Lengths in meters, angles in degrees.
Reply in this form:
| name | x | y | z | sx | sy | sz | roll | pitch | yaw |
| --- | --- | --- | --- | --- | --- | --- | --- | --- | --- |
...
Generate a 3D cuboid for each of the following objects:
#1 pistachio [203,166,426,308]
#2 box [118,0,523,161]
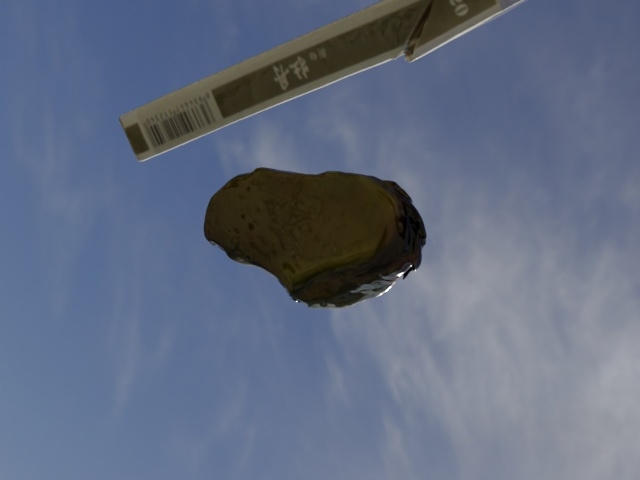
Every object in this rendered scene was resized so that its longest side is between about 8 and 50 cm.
| name | x | y | z | sx | sy | sz | roll | pitch | yaw |
| --- | --- | --- | --- | --- | --- | --- | --- | --- | --- |
| pistachio | 0.000 | 0.000 | 0.748 | 0.173 | 0.049 | 0.089 | 6 | -92 | 36 |
| box | 0.011 | -0.088 | 0.527 | 0.198 | 0.109 | 0.029 | -17 | -80 | 33 |
